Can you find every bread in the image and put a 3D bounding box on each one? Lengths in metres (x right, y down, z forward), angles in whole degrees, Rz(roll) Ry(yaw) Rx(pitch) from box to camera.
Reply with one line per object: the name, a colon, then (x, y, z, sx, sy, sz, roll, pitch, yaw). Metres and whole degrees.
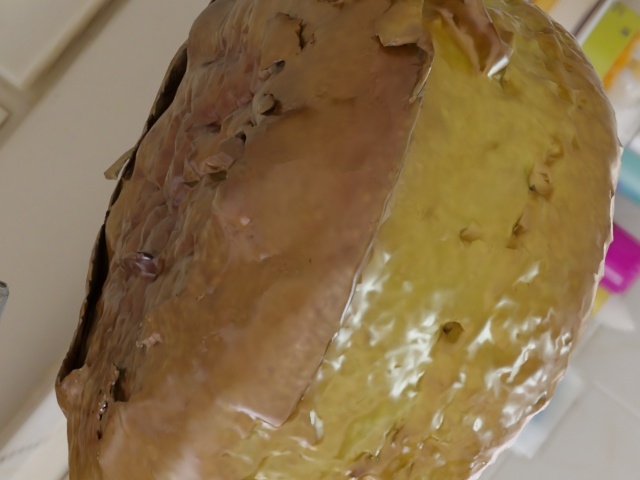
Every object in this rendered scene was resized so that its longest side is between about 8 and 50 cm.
bread: (0.002, -0.002, 0.672, 0.358, 0.204, 0.337, -58, -155, 29)

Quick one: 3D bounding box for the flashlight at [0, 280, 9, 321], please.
flashlight: (-0.288, 0.209, 0.780, 0.103, 0.103, 0.424, 97, 5, -71)
